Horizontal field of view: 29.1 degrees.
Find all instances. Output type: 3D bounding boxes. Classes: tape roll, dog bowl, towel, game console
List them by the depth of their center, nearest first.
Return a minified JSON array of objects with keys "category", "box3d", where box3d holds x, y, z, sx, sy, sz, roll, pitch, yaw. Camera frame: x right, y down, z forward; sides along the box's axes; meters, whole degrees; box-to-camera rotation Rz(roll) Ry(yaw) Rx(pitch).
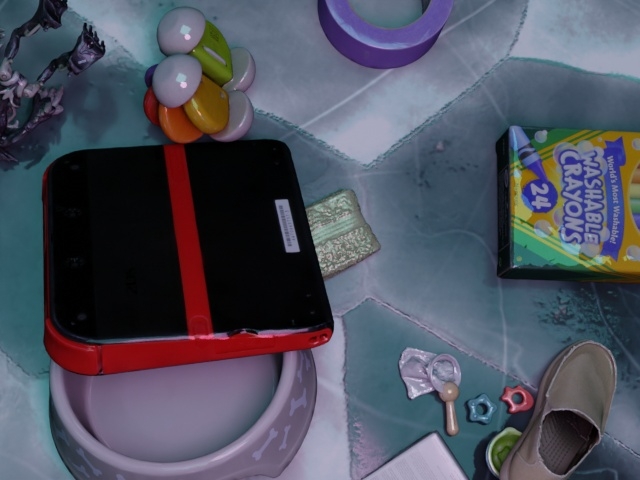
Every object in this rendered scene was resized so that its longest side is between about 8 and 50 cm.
[{"category":"dog bowl","box3d":[-0.179,0.168,1.553,0.348,0.102,0.349,-1,58,2]},{"category":"game console","box3d":[-0.180,0.008,1.569,0.342,0.060,0.386,-3,43,-11]},{"category":"towel","box3d":[0.000,0.000,1.702,0.148,0.027,0.110,-25,82,-11]},{"category":"tape roll","box3d":[0.092,-0.347,1.763,0.189,0.080,0.189,1,76,-6]}]

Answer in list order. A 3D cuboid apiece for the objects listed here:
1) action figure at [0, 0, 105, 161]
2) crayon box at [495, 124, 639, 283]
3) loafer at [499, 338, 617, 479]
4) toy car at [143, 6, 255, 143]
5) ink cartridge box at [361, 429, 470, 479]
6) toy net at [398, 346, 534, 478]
[{"category":"action figure","box3d":[-0.411,-0.213,1.651,0.275,0.141,0.164,-34,113,24]},{"category":"crayon box","box3d":[0.413,-0.047,1.728,0.323,0.083,0.203,2,77,-6]},{"category":"loafer","box3d":[0.331,0.235,1.622,0.102,0.092,0.268,38,58,-7]},{"category":"toy car","box3d":[-0.179,-0.214,1.682,0.136,0.159,0.182,-20,55,32]},{"category":"ink cartridge box","box3d":[0.119,0.360,1.637,0.179,0.045,0.145,-34,83,6]},{"category":"toy net","box3d":[0.210,0.215,1.666,0.232,0.045,0.122,43,77,4]}]
